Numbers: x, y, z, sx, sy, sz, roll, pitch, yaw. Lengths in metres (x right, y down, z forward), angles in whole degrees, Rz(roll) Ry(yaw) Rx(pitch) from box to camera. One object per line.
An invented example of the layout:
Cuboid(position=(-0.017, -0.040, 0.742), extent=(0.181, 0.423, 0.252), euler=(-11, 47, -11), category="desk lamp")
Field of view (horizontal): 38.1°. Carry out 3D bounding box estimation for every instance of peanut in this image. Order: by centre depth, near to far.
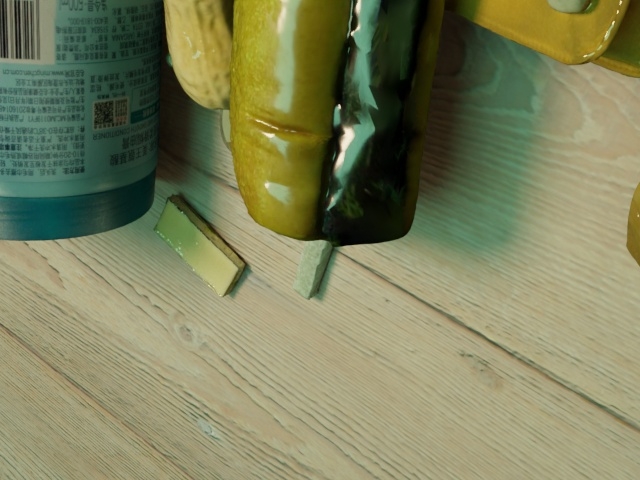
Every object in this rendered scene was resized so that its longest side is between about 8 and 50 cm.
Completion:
Cuboid(position=(-0.121, -0.278, 1.026), extent=(0.111, 0.125, 0.274), euler=(5, 127, 12), category="peanut")

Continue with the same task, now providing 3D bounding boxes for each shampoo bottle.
Cuboid(position=(-0.368, -0.217, 1.173), extent=(0.331, 0.331, 0.343), euler=(21, 117, 29), category="shampoo bottle")

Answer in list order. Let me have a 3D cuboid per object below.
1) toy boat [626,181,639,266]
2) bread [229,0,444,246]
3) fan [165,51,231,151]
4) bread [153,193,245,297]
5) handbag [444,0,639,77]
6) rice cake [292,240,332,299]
Cuboid(position=(0.410, 0.062, 0.861), extent=(0.121, 0.089, 0.321), euler=(-44, 77, 32), category="toy boat")
Cuboid(position=(0.009, -0.176, 0.962), extent=(0.208, 0.251, 0.376), euler=(0, 112, -4), category="bread")
Cuboid(position=(-0.097, -0.165, 1.151), extent=(0.226, 0.008, 0.152), euler=(34, 131, 0), category="fan")
Cuboid(position=(-0.170, 0.008, 1.303), extent=(0.153, 0.028, 0.068), euler=(43, 126, 15), category="bread")
Cuboid(position=(0.217, -0.358, 0.779), extent=(0.283, 0.133, 0.401), euler=(-133, 44, -53), category="handbag")
Cuboid(position=(-0.001, -0.001, 1.175), extent=(0.033, 0.029, 0.171), euler=(34, 124, 27), category="rice cake")
